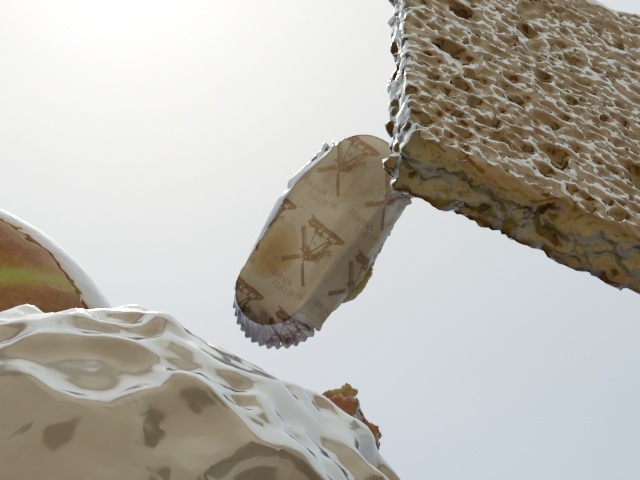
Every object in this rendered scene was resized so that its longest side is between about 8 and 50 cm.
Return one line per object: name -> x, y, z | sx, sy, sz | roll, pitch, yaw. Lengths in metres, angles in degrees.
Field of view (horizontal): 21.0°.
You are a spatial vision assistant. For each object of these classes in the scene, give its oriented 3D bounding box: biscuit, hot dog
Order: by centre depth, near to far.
biscuit -> 0.081, -0.045, 0.579 | 0.131, 0.025, 0.231 | 22, -154, -7
hot dog -> 0.000, 0.000, 1.345 | 0.099, 0.053, 0.192 | 30, -95, 27

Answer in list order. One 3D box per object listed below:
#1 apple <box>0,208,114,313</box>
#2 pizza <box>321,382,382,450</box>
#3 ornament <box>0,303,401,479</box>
apple -> -0.291, 0.138, 1.177 | 0.339, 0.339, 0.339 | 11, -134, -12
pizza -> -0.049, 0.223, 1.048 | 0.288, 0.074, 0.251 | -18, -90, -33
ornament -> -0.087, 0.194, 0.617 | 0.337, 0.337, 0.337 | 11, -134, -12
